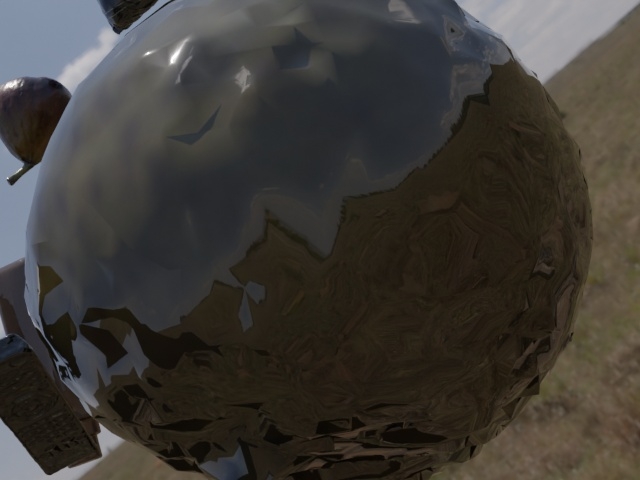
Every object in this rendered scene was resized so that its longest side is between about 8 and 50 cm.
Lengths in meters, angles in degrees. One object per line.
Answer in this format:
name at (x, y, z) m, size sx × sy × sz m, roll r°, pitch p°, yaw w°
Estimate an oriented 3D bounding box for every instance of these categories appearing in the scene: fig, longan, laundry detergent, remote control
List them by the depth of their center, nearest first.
longan at (0.000, 0.000, 0.728) m, size 0.391 × 0.391 × 0.391 m, roll -40°, pitch -3°, yaw -2°
remote control at (-0.273, 0.166, 1.016) m, size 0.063 × 0.025 × 0.245 m, roll -29°, pitch -31°, yaw -14°
fig at (-0.309, -0.113, 1.133) m, size 0.089 × 0.125 × 0.089 m, roll -2°, pitch -19°, yaw -1°
laundry detergent at (-0.281, 0.136, 1.220) m, size 0.076 × 0.237 × 0.171 m, roll -23°, pitch -10°, yaw 21°

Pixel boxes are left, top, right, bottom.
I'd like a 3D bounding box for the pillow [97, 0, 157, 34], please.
pillow at (-0.188, -0.401, 1.188) m, size 0.092 × 0.161 × 0.335 m, roll 4°, pitch -58°, yaw -37°
